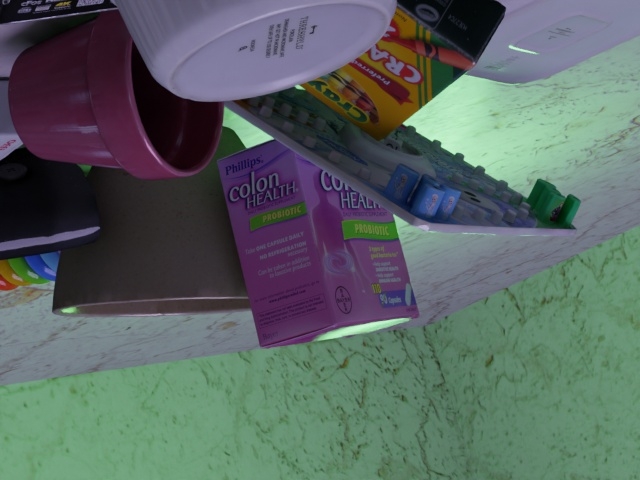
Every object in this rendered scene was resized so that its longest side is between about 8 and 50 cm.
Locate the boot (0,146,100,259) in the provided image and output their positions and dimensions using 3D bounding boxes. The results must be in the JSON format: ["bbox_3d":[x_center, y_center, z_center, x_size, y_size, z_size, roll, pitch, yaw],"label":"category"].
[{"bbox_3d":[-0.466,0.015,1.980,0.445,0.367,0.146,-6,124,-29],"label":"boot"}]

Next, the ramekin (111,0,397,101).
[{"bbox_3d":[-0.056,-0.225,1.540,0.273,0.127,0.273,-16,167,-4],"label":"ramekin"}]

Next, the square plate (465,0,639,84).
[{"bbox_3d":[0.284,-0.267,2.033,0.344,0.049,0.347,-24,164,33],"label":"square plate"}]

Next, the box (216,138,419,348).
[{"bbox_3d":[0.000,0.000,2.130,0.117,0.243,0.213,-19,171,30],"label":"box"}]

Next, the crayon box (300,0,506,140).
[{"bbox_3d":[0.041,-0.222,1.842,0.081,0.202,0.318,-59,-171,-22],"label":"crayon box"}]

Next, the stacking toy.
[{"bbox_3d":[-0.417,0.013,2.466,0.330,0.141,0.141,-19,169,36],"label":"stacking toy"}]

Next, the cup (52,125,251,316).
[{"bbox_3d":[-0.193,-0.026,2.237,0.331,0.237,0.331,-3,174,0],"label":"cup"}]

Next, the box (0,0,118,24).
[{"bbox_3d":[-0.137,-0.303,1.563,0.322,0.079,0.257,-12,165,-23],"label":"box"}]

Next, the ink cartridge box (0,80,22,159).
[{"bbox_3d":[-0.439,-0.126,1.924,0.175,0.072,0.127,-5,163,-45],"label":"ink cartridge box"}]

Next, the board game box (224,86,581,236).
[{"bbox_3d":[0.090,-0.120,2.100,0.390,0.390,0.050,1,117,-55],"label":"board game box"}]

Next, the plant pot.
[{"bbox_3d":[-0.229,-0.160,1.838,0.180,0.201,0.201,-6,174,27],"label":"plant pot"}]
